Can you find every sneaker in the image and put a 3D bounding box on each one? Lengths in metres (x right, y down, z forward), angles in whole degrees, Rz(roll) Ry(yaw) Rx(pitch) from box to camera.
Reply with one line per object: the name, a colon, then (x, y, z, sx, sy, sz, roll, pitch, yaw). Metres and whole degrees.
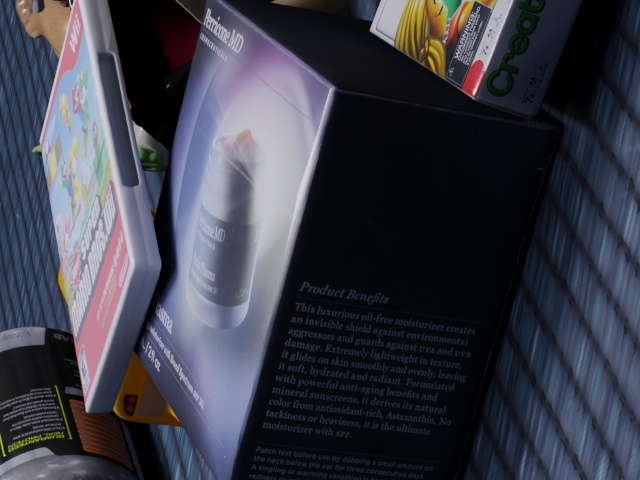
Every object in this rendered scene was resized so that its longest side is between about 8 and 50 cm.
sneaker: (-0.118, -0.257, 1.739, 0.185, 0.202, 0.483, -39, 47, 25)

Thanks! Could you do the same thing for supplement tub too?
supplement tub: (-0.277, 0.245, 2.004, 0.316, 0.193, 0.194, -117, 41, -55)

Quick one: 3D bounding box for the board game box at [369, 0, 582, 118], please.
board game box: (0.139, -0.251, 1.311, 0.305, 0.053, 0.193, -69, 24, 11)

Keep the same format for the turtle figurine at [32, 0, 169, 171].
turtle figurine: (-0.212, -0.215, 1.999, 0.274, 0.197, 0.266, 163, 115, -70)

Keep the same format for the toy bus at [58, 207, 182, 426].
toy bus: (-0.141, 0.079, 1.815, 0.333, 0.130, 0.108, -126, 48, -60)

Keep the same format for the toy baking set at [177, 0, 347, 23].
toy baking set: (-0.057, -0.244, 1.555, 0.030, 0.256, 0.197, 36, 152, 57)

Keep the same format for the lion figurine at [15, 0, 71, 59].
lion figurine: (-0.249, -0.319, 2.241, 0.240, 0.142, 0.392, -117, 28, -46)

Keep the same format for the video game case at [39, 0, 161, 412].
video game case: (-0.182, -0.034, 1.599, 0.204, 0.025, 0.285, 113, 150, -49)

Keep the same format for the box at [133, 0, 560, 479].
box: (0.000, 0.000, 1.442, 0.296, 0.182, 0.294, -136, 59, -63)
